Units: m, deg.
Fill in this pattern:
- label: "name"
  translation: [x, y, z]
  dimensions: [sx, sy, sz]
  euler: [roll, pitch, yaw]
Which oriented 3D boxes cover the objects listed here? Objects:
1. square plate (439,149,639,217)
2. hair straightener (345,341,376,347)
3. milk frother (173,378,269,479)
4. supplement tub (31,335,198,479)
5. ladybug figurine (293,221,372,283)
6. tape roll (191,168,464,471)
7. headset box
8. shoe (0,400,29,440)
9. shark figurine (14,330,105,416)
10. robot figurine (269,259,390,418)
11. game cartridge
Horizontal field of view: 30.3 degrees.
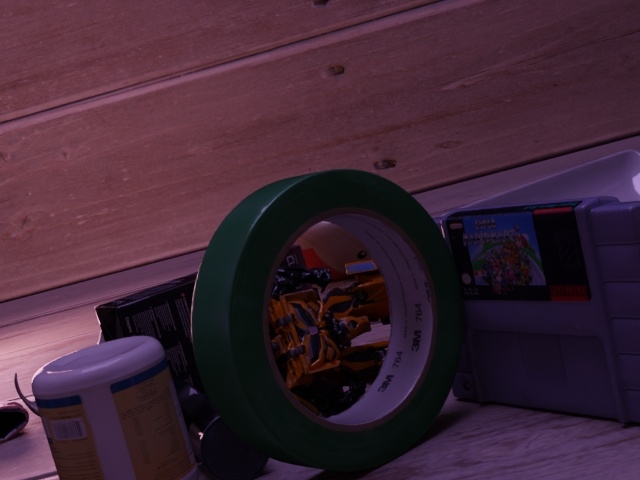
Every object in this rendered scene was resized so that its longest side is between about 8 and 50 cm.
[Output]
- label: "square plate"
  translation: [0.378, 0.029, 1.456]
  dimensions: [0.347, 0.049, 0.344]
  euler: [-19, 43, -27]
- label: "hair straightener"
  translation: [0.047, 0.146, 1.683]
  dimensions: [0.047, 0.089, 0.230]
  euler: [-19, 8, -16]
- label: "milk frother"
  translation: [-0.148, 0.245, 1.383]
  dimensions: [0.143, 0.129, 0.135]
  euler: [-61, 16, -7]
- label: "supplement tub"
  translation: [-0.212, 0.214, 1.253]
  dimensions: [0.144, 0.200, 0.144]
  euler: [-14, 7, 2]
- label: "ladybug figurine"
  translation: [0.000, 0.000, 2.621]
  dimensions: [0.305, 0.162, 0.449]
  euler: [-21, 9, -34]
- label: "tape roll"
  translation: [0.015, 0.085, 1.282]
  dimensions: [0.321, 0.321, 0.077]
  euler: [-21, 8, -37]
- label: "headset box"
  translation: [-0.115, 0.142, 1.543]
  dimensions: [0.293, 0.218, 0.110]
  euler: [-20, 7, -26]
- label: "shoe"
  translation: [-0.555, 0.298, 1.886]
  dimensions: [0.178, 0.063, 0.081]
  euler: [-14, 1, -23]
- label: "shark figurine"
  translation: [-0.372, 0.247, 1.899]
  dimensions: [0.278, 0.166, 0.116]
  euler: [-36, -33, 27]
- label: "robot figurine"
  translation: [0.043, 0.113, 1.494]
  dimensions: [0.291, 0.211, 0.085]
  euler: [-8, -22, -34]
- label: "game cartridge"
  translation: [0.240, 0.072, 1.280]
  dimensions: [0.068, 0.230, 0.355]
  euler: [-20, 8, -29]
